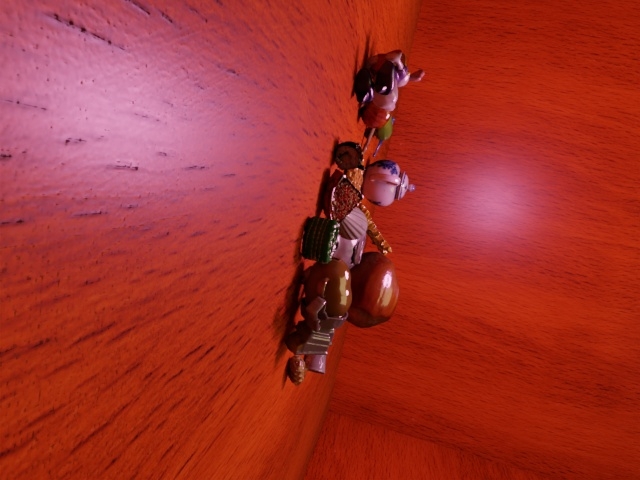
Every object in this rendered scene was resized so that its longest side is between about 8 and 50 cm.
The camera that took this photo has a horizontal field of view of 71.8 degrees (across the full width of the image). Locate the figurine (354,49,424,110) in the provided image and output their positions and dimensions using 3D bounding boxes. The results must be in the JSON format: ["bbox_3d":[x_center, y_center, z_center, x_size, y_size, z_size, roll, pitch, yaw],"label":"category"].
[{"bbox_3d":[0.253,-0.577,1.586,0.421,0.154,0.193,-56,134,-46],"label":"figurine"}]

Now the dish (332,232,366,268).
[{"bbox_3d":[0.127,0.024,1.932,0.303,0.120,0.303,13,90,-81],"label":"dish"}]

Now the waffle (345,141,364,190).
[{"bbox_3d":[0.132,-0.270,1.780,0.238,0.059,0.243,-7,108,-76],"label":"waffle"}]

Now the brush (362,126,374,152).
[{"bbox_3d":[0.204,-0.447,1.994,0.043,0.036,0.248,58,53,-71],"label":"brush"}]

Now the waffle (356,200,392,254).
[{"bbox_3d":[0.218,-0.071,2.037,0.293,0.069,0.260,57,3,-22],"label":"waffle"}]

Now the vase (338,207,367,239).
[{"bbox_3d":[0.098,-0.076,1.641,0.248,0.128,0.128,32,72,-70],"label":"vase"}]

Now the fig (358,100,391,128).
[{"bbox_3d":[0.200,-0.492,1.706,0.128,0.150,0.128,168,-90,-76],"label":"fig"}]

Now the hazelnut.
[{"bbox_3d":[0.208,0.231,2.065,0.366,0.366,0.365,13,90,-80],"label":"hazelnut"}]

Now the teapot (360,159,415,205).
[{"bbox_3d":[0.370,-0.305,2.391,0.424,0.280,0.252,12,90,-79],"label":"teapot"}]

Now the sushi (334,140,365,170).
[{"bbox_3d":[0.096,-0.269,1.410,0.084,0.098,0.094,-59,150,-73],"label":"sushi"}]

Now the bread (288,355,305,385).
[{"bbox_3d":[-0.081,0.431,1.486,0.066,0.060,0.110,-86,177,-47],"label":"bread"}]

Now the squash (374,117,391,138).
[{"bbox_3d":[0.318,-0.582,2.250,0.379,0.101,0.101,40,64,-81],"label":"squash"}]

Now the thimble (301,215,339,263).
[{"bbox_3d":[0.000,0.000,1.258,0.118,0.090,0.130,50,54,-79],"label":"thimble"}]

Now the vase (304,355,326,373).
[{"bbox_3d":[-0.005,0.431,1.833,0.096,0.096,0.219,81,22,-66],"label":"vase"}]

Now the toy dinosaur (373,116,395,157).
[{"bbox_3d":[0.361,-0.629,2.516,0.144,0.076,0.329,-61,173,-36],"label":"toy dinosaur"}]

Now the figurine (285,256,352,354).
[{"bbox_3d":[0.007,0.186,1.340,0.342,0.167,0.285,-110,-142,-70],"label":"figurine"}]

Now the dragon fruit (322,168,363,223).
[{"bbox_3d":[0.040,-0.135,1.386,0.161,0.120,0.127,-51,-150,-5],"label":"dragon fruit"}]
